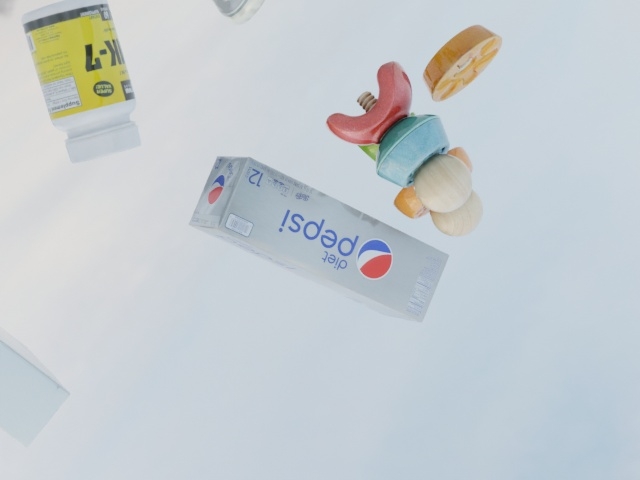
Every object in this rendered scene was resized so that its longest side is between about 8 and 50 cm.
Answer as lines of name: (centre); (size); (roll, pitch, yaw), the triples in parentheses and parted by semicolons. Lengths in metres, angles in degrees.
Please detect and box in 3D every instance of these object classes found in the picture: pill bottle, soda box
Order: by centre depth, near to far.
soda box: (0.000, 0.000, 1.498); (0.098, 0.286, 0.091); (8, -105, 63)
pill bottle: (-0.316, -0.215, 1.743); (0.119, 0.208, 0.119); (-15, -172, 2)

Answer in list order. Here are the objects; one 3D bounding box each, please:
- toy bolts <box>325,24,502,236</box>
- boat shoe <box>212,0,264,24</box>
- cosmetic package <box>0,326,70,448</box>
toy bolts: (0.137, -0.109, 1.393); (0.218, 0.158, 0.228); (-45, 165, 17)
boat shoe: (-0.120, -0.311, 1.503); (0.079, 0.081, 0.227); (-58, -153, 8)
cosmetic package: (-0.496, 0.119, 1.713); (0.097, 0.284, 0.377); (-54, -161, -9)
